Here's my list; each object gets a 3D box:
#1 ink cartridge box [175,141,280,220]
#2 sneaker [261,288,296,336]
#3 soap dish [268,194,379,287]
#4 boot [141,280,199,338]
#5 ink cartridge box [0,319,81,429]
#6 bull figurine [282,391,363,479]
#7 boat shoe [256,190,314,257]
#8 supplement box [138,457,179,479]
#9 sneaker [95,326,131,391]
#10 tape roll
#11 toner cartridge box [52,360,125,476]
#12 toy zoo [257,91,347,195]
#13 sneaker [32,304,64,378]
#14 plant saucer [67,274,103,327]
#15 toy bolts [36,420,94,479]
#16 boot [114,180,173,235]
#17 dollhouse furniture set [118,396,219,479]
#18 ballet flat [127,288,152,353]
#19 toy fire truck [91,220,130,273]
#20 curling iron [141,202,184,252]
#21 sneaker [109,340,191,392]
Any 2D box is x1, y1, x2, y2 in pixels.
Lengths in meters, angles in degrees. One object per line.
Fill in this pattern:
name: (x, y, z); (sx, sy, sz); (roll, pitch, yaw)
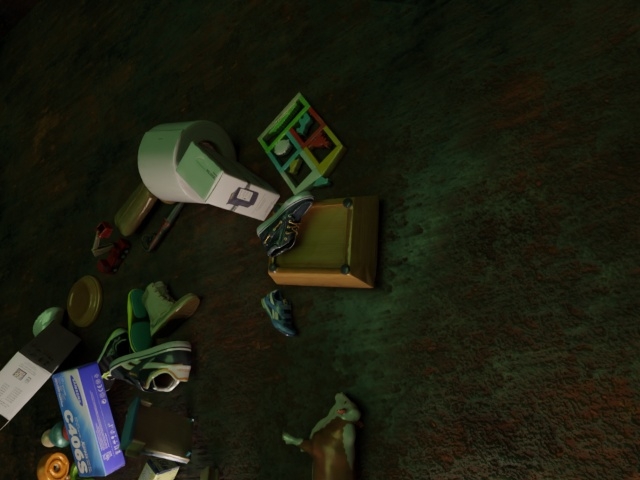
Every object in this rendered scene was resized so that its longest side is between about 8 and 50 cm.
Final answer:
ink cartridge box: (-0.256, -0.161, 1.281); (0.172, 0.237, 0.100); (42, 103, 32)
sneaker: (-0.104, 0.193, 1.222); (0.059, 0.053, 0.144); (-46, 61, 15)
soap dish: (0.000, 0.000, 1.154); (0.291, 0.118, 0.228); (-1, 79, 32)
boot: (-0.485, 0.191, 1.457); (0.213, 0.077, 0.165); (-41, 59, 20)
ink cartridge box: (-1.009, 0.457, 1.570); (0.272, 0.130, 0.309); (-48, 14, -2)
bull figurine: (0.016, 0.514, 1.051); (0.189, 0.101, 0.310); (-15, 70, 34)
boat shoe: (-0.072, -0.036, 1.103); (0.183, 0.065, 0.083); (-39, 65, 27)
supplement box: (-0.475, 0.686, 1.341); (0.056, 0.083, 0.083); (31, 98, 33)
sneaker: (-0.695, 0.407, 1.541); (0.097, 0.084, 0.234); (16, 90, 31)
tape roll: (-0.397, -0.236, 1.385); (0.169, 0.246, 0.245); (7, 84, 33)
toner cartridge box: (-0.760, 0.584, 1.494); (0.165, 0.075, 0.347); (-20, 85, 31)
toy zoo: (-0.048, -0.258, 1.291); (0.192, 0.030, 0.293); (-44, 61, 18)
sneaker: (-1.046, 0.398, 1.775); (0.130, 0.111, 0.296); (19, 95, 19)
plant saucer: (-0.904, 0.230, 1.741); (0.200, 0.037, 0.199); (-7, 77, 32)
toy bolts: (-0.889, 0.724, 1.532); (0.159, 0.218, 0.228); (-21, 61, 14)
boot: (-0.603, -0.116, 1.585); (0.269, 0.089, 0.236); (-48, 42, 14)
dollhouse furniture set: (-0.441, 0.629, 1.270); (0.198, 0.287, 0.303); (-47, 31, 22)
ballet flat: (-0.608, 0.275, 1.528); (0.077, 0.077, 0.230); (-40, 57, 44)
toy fire truck: (-0.760, 0.032, 1.629); (0.047, 0.135, 0.192); (42, 103, 32)
curling iron: (-0.528, -0.068, 1.560); (0.274, 0.035, 0.068); (-49, 59, 15)
sneaker: (-0.533, 0.409, 1.411); (0.321, 0.126, 0.127); (-22, 63, 26)
